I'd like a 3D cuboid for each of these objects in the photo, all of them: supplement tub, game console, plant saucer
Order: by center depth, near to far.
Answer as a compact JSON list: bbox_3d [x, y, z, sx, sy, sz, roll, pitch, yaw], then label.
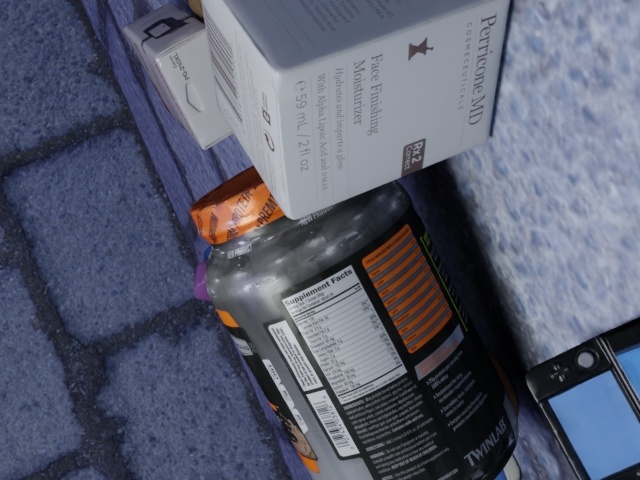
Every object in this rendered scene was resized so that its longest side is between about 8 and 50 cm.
[{"bbox_3d":[0.219,0.128,0.617,0.122,0.107,0.071,64,-167,12],"label":"game console"},{"bbox_3d":[0.029,0.080,0.806,0.338,0.207,0.207,63,166,-12],"label":"supplement tub"},{"bbox_3d":[0.177,0.153,0.898,0.083,0.013,0.083,58,163,29],"label":"plant saucer"}]

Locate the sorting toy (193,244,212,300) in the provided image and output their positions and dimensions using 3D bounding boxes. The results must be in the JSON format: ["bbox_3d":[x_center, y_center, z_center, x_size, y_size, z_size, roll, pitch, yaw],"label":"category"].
[{"bbox_3d":[-0.042,-0.065,0.976,0.365,0.127,0.126,-45,38,41],"label":"sorting toy"}]

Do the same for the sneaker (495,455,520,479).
[{"bbox_3d":[0.148,0.214,0.950,0.152,0.085,0.058,63,165,13],"label":"sneaker"}]

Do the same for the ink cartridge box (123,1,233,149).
[{"bbox_3d":[-0.219,-0.274,1.407,0.237,0.100,0.172,45,164,56],"label":"ink cartridge box"}]

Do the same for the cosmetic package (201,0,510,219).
[{"bbox_3d":[0.022,-0.142,0.661,0.151,0.184,0.151,58,163,35],"label":"cosmetic package"}]

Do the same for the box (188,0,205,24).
[{"bbox_3d":[-0.168,-0.384,1.270,0.164,0.021,0.201,57,162,30],"label":"box"}]
